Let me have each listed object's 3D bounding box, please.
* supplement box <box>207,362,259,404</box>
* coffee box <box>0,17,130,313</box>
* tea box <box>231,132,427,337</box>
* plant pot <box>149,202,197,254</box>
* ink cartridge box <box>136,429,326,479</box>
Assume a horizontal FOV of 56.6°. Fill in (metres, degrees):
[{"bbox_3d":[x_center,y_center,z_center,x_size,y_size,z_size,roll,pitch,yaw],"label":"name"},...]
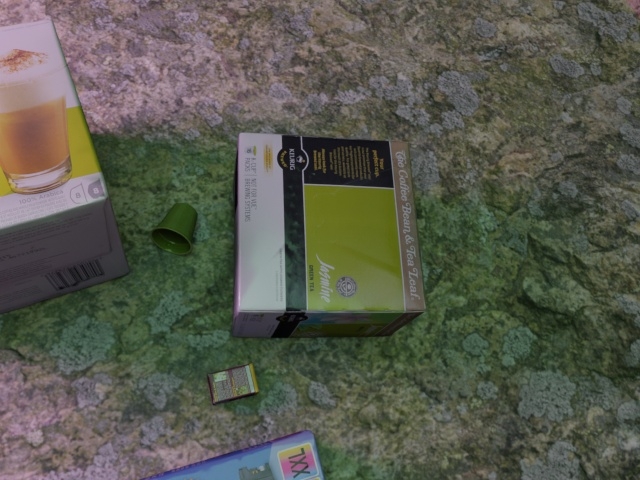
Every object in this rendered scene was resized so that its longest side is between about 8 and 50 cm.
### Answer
[{"bbox_3d":[-0.157,0.259,1.068,0.083,0.043,0.055,-10,72,-16],"label":"supplement box"},{"bbox_3d":[-0.535,-0.095,0.967,0.337,0.338,0.335,-18,73,-18],"label":"coffee box"},{"bbox_3d":[0.000,0.000,1.105,0.323,0.220,0.329,2,69,-10],"label":"tea box"},{"bbox_3d":[-0.273,-0.028,1.143,0.083,0.083,0.079,20,55,-4],"label":"plant pot"},{"bbox_3d":[-0.173,0.486,0.924,0.395,0.151,0.270,-13,72,-14],"label":"ink cartridge box"}]
